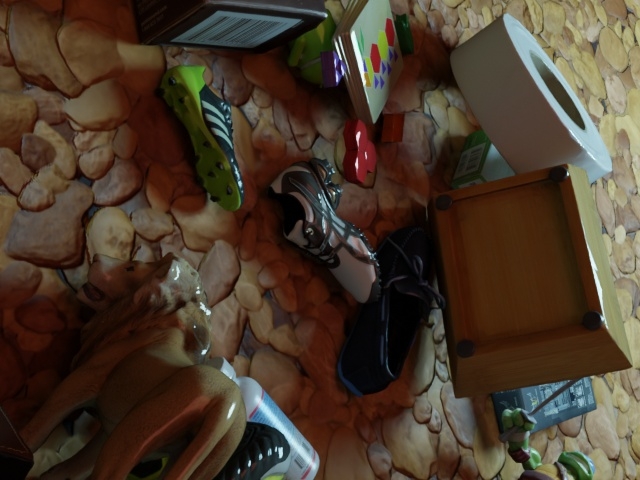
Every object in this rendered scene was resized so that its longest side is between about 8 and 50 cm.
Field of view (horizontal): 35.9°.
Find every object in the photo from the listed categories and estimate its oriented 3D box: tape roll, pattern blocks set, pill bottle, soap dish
[{"bbox_3d":[0.315,-0.197,1.474,0.286,0.100,0.286,42,27,-27],"label":"tape roll"},{"bbox_3d":[0.064,-0.251,1.308,0.325,0.026,0.285,-54,137,-55],"label":"pattern blocks set"},{"bbox_3d":[-0.080,0.203,1.049,0.160,0.087,0.087,53,48,-17],"label":"pill bottle"},{"bbox_3d":[0.263,0.045,1.301,0.118,0.229,0.291,53,28,-59],"label":"soap dish"}]

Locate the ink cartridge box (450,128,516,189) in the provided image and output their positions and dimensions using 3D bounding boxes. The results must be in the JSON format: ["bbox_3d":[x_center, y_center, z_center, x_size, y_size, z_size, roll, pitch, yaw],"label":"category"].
[{"bbox_3d":[0.295,-0.065,1.511,0.209,0.062,0.109,43,50,-25],"label":"ink cartridge box"}]

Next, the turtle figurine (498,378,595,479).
[{"bbox_3d":[0.288,0.314,1.264,0.266,0.275,0.198,-29,88,-34],"label":"turtle figurine"}]

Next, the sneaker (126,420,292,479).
[{"bbox_3d":[-0.169,0.313,0.899,0.385,0.145,0.147,-39,117,-29],"label":"sneaker"}]

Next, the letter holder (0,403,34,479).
[{"bbox_3d":[-0.407,0.141,0.734,0.302,0.214,0.152,29,90,-35],"label":"letter holder"}]

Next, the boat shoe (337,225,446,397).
[{"bbox_3d":[0.110,0.089,1.265,0.109,0.089,0.258,38,54,-29],"label":"boat shoe"}]

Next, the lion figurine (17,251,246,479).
[{"bbox_3d":[-0.144,0.142,0.847,0.240,0.392,0.142,-42,121,-14],"label":"lion figurine"}]

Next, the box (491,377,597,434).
[{"bbox_3d":[0.315,0.157,1.461,0.183,0.059,0.232,-7,82,-45],"label":"box"}]

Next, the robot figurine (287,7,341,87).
[{"bbox_3d":[-0.007,-0.255,1.281,0.101,0.067,0.115,-25,95,-44],"label":"robot figurine"}]

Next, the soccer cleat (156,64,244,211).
[{"bbox_3d":[-0.122,-0.121,1.136,0.072,0.060,0.179,-26,92,-46],"label":"soccer cleat"}]

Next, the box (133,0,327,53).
[{"bbox_3d":[-0.138,-0.423,1.164,0.191,0.143,0.381,-5,82,-44],"label":"box"}]

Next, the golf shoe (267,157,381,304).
[{"bbox_3d":[0.000,0.000,1.211,0.094,0.077,0.198,-29,90,-34],"label":"golf shoe"}]
